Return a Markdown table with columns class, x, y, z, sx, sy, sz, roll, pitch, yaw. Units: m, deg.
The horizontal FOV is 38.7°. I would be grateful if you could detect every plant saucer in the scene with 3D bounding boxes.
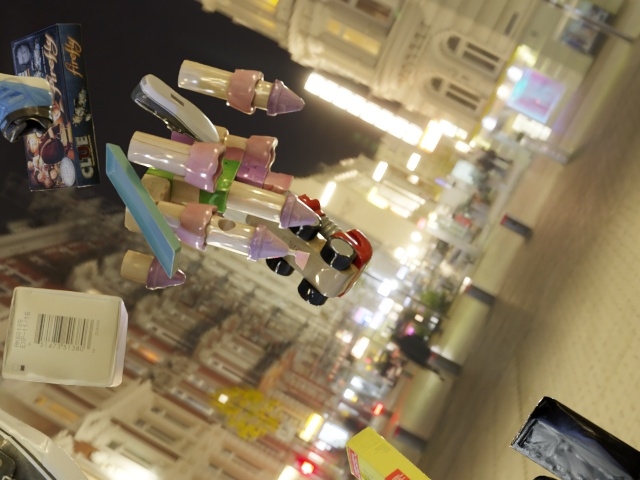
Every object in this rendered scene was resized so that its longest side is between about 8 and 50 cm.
| class | x | y | z | sx | sy | sz | roll | pitch | yaw |
| --- | --- | --- | --- | --- | --- | --- | --- | --- | --- |
| plant saucer | -0.233 | -0.042 | 1.198 | 0.018 | 0.192 | 0.067 | -22 | -26 | -26 |

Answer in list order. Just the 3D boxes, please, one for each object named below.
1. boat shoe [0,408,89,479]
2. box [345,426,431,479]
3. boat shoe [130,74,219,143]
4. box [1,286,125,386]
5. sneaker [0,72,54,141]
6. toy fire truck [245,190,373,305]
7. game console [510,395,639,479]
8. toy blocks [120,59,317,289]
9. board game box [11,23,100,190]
| class | x | y | z | sx | sy | sz | roll | pitch | yaw |
| --- | --- | --- | --- | --- | --- | --- | --- | --- | --- |
| boat shoe | -0.410 | 0.264 | 1.074 | 0.121 | 0.335 | 0.119 | -51 | 1 | 42 |
| box | 0.136 | 0.413 | 1.517 | 0.058 | 0.232 | 0.087 | -29 | -50 | -23 |
| boat shoe | -0.204 | -0.177 | 1.282 | 0.040 | 0.142 | 0.049 | -36 | 32 | 24 |
| box | -0.360 | 0.148 | 1.323 | 0.311 | 0.147 | 0.121 | 144 | 132 | -76 |
| sneaker | -0.432 | -0.176 | 1.217 | 0.152 | 0.085 | 0.058 | -1 | -24 | -36 |
| toy fire truck | 0.000 | 0.000 | 1.659 | 0.246 | 0.217 | 0.159 | -26 | -28 | -55 |
| game console | 0.413 | 0.436 | 1.606 | 0.044 | 0.213 | 0.361 | -45 | -19 | -44 |
| toy blocks | -0.126 | -0.063 | 1.354 | 0.289 | 0.260 | 0.309 | -74 | -1 | -52 |
| board game box | -0.417 | -0.202 | 1.426 | 0.042 | 0.165 | 0.243 | -11 | -84 | -42 |
